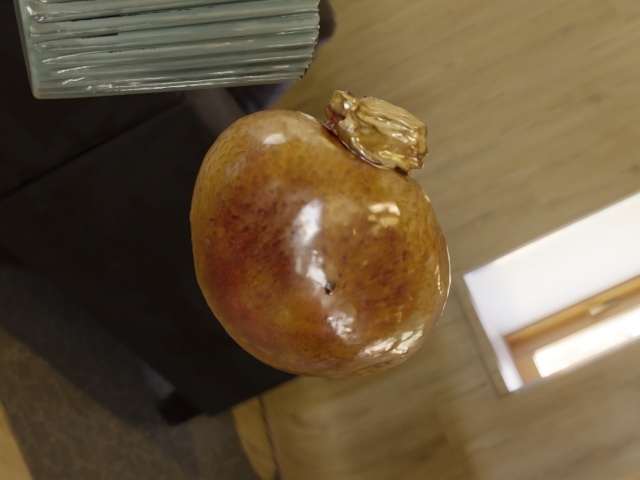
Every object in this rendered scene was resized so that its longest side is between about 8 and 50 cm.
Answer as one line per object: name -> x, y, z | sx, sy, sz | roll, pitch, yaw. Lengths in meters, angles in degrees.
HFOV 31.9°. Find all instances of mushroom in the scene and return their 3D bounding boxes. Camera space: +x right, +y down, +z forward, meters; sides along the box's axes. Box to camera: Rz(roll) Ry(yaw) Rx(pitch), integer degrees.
mushroom -> -0.001, -0.006, 1.058 | 0.263, 0.283, 0.195 | 22, 3, 16

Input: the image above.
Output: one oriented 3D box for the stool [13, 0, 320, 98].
stool -> -0.199, -0.316, 1.336 | 0.297, 0.330, 0.297 | 170, -90, -75
